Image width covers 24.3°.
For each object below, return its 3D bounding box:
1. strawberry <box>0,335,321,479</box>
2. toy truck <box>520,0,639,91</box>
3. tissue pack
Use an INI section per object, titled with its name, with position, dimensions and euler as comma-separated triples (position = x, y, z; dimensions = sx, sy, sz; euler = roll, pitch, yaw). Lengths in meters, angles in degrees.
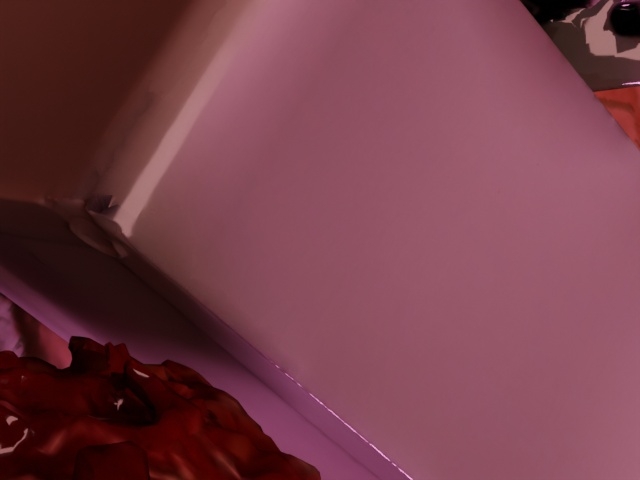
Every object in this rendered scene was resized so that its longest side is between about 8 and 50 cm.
[strawberry]
position = -0.120, 0.114, 0.377
dimensions = 0.274, 0.274, 0.220
euler = -24, 72, -37
[toy truck]
position = 0.118, -0.258, 0.508
dimensions = 0.254, 0.180, 0.405
euler = -5, 99, -4
[tissue pack]
position = 0.001, 0.000, 0.497
dimensions = 0.246, 0.159, 0.136
euler = 43, 69, -35
